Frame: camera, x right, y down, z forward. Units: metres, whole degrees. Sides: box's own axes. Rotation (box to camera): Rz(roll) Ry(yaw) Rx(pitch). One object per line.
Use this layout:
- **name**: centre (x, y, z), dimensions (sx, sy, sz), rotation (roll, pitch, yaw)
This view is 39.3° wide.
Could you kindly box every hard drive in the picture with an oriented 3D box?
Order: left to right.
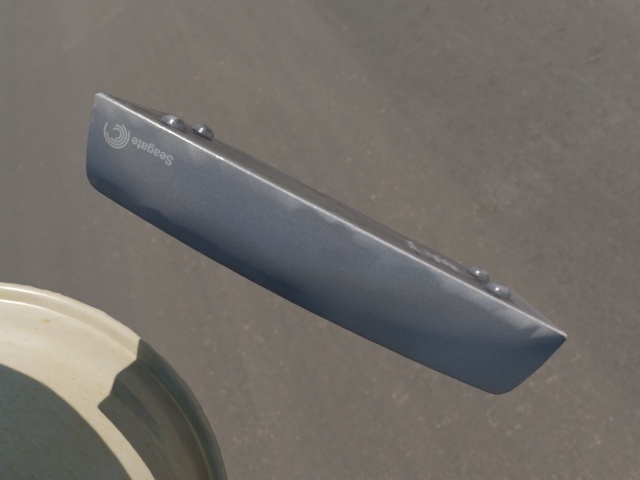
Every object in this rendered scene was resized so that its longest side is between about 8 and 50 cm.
- **hard drive**: centre (0.000, 0.000, 0.502), dimensions (0.054, 0.255, 0.172), rotation (-63, -1, 5)

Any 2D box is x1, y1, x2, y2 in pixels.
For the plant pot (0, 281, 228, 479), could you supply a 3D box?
- **plant pot**: centre (-0.201, 0.201, 0.439), dimensions (0.334, 0.334, 0.305), rotation (-40, 8, -5)
